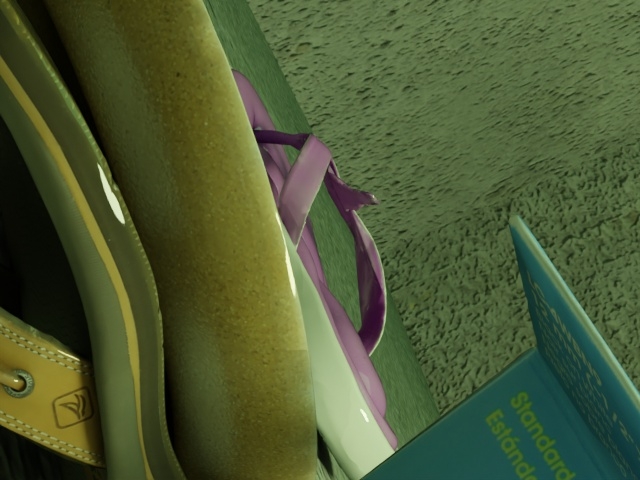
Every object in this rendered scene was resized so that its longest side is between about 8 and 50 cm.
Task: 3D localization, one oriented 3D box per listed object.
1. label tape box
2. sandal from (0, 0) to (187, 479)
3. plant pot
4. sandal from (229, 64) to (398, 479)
[{"bbox_3d":[0.078,0.198,0.517,0.348,0.115,0.249,75,-11,-52],"label":"label tape box"},{"bbox_3d":[-0.079,0.022,0.444,0.090,0.060,0.219,45,-31,53],"label":"sandal"},{"bbox_3d":[-0.066,-0.018,0.518,0.236,0.032,0.236,57,-22,37],"label":"plant pot"},{"bbox_3d":[0.005,0.009,1.301,0.169,0.102,0.416,62,5,-46],"label":"sandal"}]
